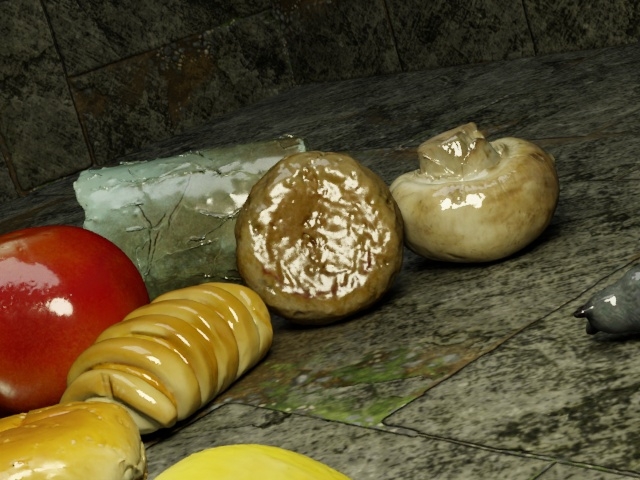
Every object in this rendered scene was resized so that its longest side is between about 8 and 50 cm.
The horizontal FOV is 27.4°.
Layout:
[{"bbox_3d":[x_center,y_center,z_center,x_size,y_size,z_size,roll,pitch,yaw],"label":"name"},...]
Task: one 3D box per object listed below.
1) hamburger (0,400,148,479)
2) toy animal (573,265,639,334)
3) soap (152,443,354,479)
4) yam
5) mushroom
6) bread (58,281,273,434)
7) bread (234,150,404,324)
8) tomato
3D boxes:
[{"bbox_3d":[-0.257,0.237,1.176,0.244,0.163,0.244,-18,13,4],"label":"hamburger"},{"bbox_3d":[0.369,0.071,1.327,0.210,0.121,0.117,-29,54,20],"label":"toy animal"},{"bbox_3d":[0.006,0.254,0.617,0.115,0.306,0.427,-55,2,25],"label":"soap"},{"bbox_3d":[-0.162,-0.023,1.895,0.348,0.241,0.241,-12,14,10],"label":"yam"},{"bbox_3d":[0.210,-0.066,1.791,0.254,0.184,0.255,-27,6,3],"label":"mushroom"},{"bbox_3d":[-0.180,0.133,1.580,0.172,0.121,0.311,-10,14,29],"label":"bread"},{"bbox_3d":[0.000,0.000,1.714,0.230,0.230,0.123,-17,-8,-4],"label":"bread"},{"bbox_3d":[-0.366,0.098,1.715,0.298,0.226,0.298,-16,10,3],"label":"tomato"}]
